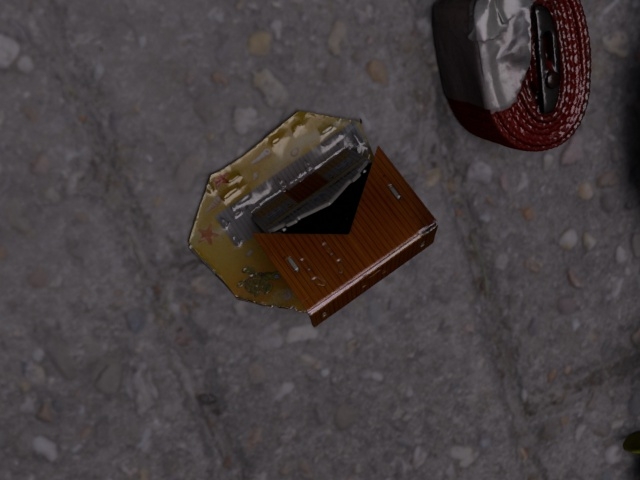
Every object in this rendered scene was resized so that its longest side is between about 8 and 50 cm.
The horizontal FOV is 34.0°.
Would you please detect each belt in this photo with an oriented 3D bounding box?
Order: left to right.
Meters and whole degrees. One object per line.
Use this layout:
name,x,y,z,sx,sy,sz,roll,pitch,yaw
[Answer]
belt,0.199,-0.189,1.056,0.128,0.124,0.201,-19,111,-15

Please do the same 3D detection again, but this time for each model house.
model house,0.000,0.000,1.031,0.219,0.136,0.207,-34,114,-8

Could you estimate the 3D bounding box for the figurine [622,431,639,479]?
figurine,0.496,0.228,1.243,0.283,0.204,0.338,19,112,-48
